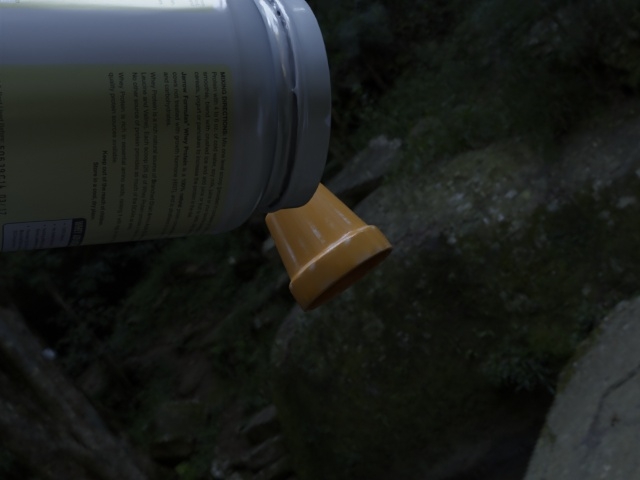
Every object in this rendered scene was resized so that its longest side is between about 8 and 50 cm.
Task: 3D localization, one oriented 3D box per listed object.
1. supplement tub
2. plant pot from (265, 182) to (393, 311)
[{"bbox_3d":[-0.176,-0.115,0.784,0.324,0.236,0.235,-5,-20,-22],"label":"supplement tub"},{"bbox_3d":[0.000,0.000,1.708,0.205,0.188,0.205,-34,-10,-7],"label":"plant pot"}]
